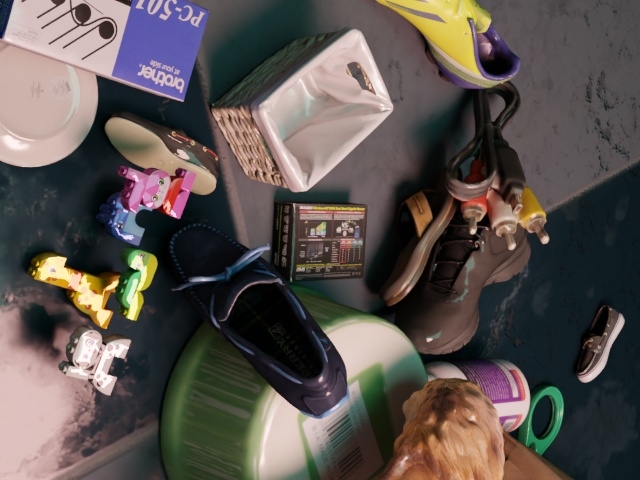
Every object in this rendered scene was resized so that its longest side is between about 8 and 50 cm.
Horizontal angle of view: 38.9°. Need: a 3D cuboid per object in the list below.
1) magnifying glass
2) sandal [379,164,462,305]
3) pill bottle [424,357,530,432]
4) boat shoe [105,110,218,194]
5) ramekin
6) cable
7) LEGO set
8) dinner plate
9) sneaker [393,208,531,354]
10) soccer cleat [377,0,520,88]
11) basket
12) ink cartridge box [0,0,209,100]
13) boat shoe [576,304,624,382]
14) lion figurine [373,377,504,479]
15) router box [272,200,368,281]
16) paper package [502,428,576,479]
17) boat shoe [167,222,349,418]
[{"bbox_3d":[0.323,0.335,1.425,0.092,0.026,0.231,40,68,-38],"label":"magnifying glass"},{"bbox_3d":[0.122,-0.017,1.173,0.060,0.090,0.219,32,72,-4],"label":"sandal"},{"bbox_3d":[0.185,0.215,1.229,0.194,0.108,0.108,5,93,-42],"label":"pill bottle"},{"bbox_3d":[-0.161,-0.095,0.929,0.133,0.049,0.042,30,48,-33],"label":"boat shoe"},{"bbox_3d":[-0.013,0.207,1.026,0.303,0.148,0.303,-7,100,-41],"label":"ramekin"},{"bbox_3d":[0.214,-0.113,1.191,0.140,0.072,0.287,9,45,-12],"label":"cable"},{"bbox_3d":[-0.217,0.020,0.868,0.093,0.087,0.227,22,87,-38],"label":"LEGO set"},{"bbox_3d":[-0.269,-0.139,0.844,0.141,0.017,0.141,-7,101,-42],"label":"dinner plate"},{"bbox_3d":[0.181,0.030,1.188,0.286,0.109,0.130,-48,142,-37],"label":"sneaker"},{"bbox_3d":[0.149,-0.295,1.120,0.289,0.121,0.093,41,69,-37],"label":"soccer cleat"},{"bbox_3d":[-0.021,-0.146,1.003,0.167,0.103,0.113,-44,122,-28],"label":"basket"},{"bbox_3d":[-0.204,-0.204,0.845,0.207,0.046,0.097,13,95,-51],"label":"ink cartridge box"},{"bbox_3d":[0.457,0.170,1.508,0.040,0.049,0.142,42,66,-16],"label":"boat shoe"},{"bbox_3d":[0.039,0.293,0.893,0.392,0.142,0.240,-14,98,-35],"label":"lion figurine"},{"bbox_3d":[0.000,0.000,1.083,0.122,0.038,0.092,0,96,-42],"label":"router box"},{"bbox_3d":[0.277,0.468,1.253,0.325,0.168,0.309,37,93,-38],"label":"paper package"},{"bbox_3d":[-0.060,0.058,0.894,0.109,0.258,0.089,-45,153,-16],"label":"boat shoe"}]
